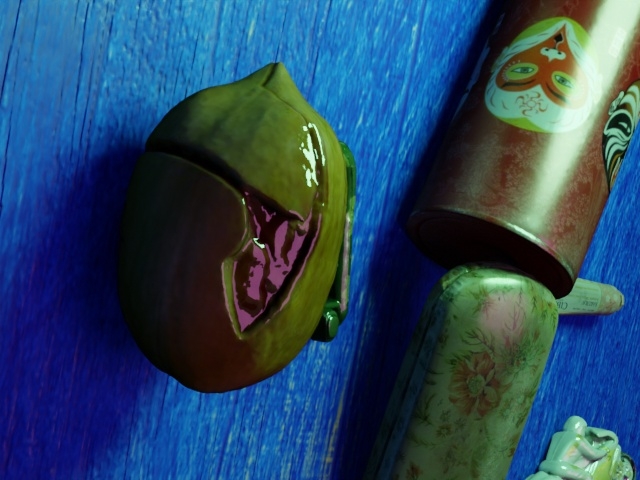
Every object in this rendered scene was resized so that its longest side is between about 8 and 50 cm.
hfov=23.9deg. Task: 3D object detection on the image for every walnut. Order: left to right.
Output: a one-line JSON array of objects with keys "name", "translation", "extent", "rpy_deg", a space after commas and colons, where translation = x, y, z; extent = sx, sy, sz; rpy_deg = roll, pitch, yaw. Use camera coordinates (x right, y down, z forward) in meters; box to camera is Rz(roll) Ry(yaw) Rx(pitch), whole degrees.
[{"name": "walnut", "translation": [-0.078, -0.014, 1.331], "extent": [0.203, 0.203, 0.298], "rpy_deg": [16, 84, -54]}]

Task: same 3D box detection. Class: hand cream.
[{"name": "hand cream", "translation": [0.347, 0.074, 2.050], "extent": [0.210, 0.043, 0.067], "rpy_deg": [7, 93, -49]}]

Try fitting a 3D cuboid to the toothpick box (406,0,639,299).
[{"name": "toothpick box", "translation": [0.251, -0.123, 1.732], "extent": [0.204, 0.204, 0.333], "rpy_deg": [48, 61, -48]}]

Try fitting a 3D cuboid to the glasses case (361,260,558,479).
[{"name": "glasses case", "translation": [0.140, 0.226, 1.681], "extent": [0.156, 0.098, 0.425], "rpy_deg": [10, 106, -30]}]

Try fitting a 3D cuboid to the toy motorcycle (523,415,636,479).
[{"name": "toy motorcycle", "translation": [0.353, 0.321, 2.084], "extent": [0.229, 0.074, 0.151], "rpy_deg": [-22, 103, -36]}]

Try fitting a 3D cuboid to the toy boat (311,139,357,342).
[{"name": "toy boat", "translation": [0.000, 0.000, 1.548], "extent": [0.104, 0.052, 0.210], "rpy_deg": [-6, 104, -50]}]
